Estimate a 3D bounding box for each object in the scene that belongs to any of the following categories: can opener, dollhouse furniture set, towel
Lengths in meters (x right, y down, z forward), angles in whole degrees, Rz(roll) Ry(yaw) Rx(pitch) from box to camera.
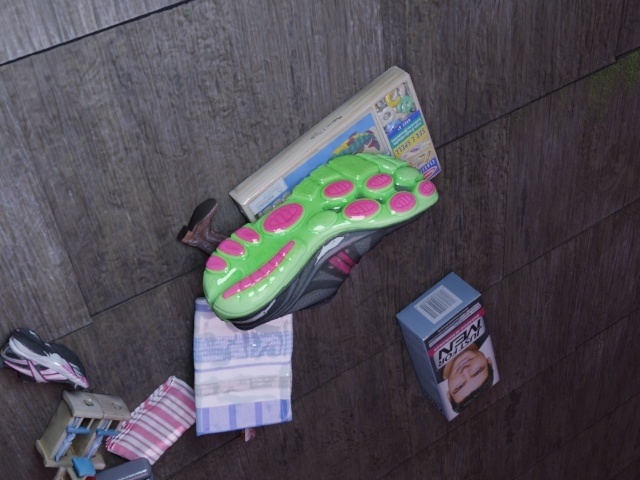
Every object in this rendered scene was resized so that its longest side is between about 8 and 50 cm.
[{"bbox_3d":[-0.463,0.522,1.619,0.283,0.095,0.076,-16,138,-17],"label":"can opener"},{"bbox_3d":[-0.411,0.388,1.506,0.129,0.183,0.129,18,107,-45],"label":"dollhouse furniture set"},{"bbox_3d":[-0.148,0.240,1.630,0.209,0.034,0.285,-2,100,-23],"label":"towel"},{"bbox_3d":[-0.327,0.377,1.680,0.197,0.029,0.144,-44,138,-4],"label":"towel"}]

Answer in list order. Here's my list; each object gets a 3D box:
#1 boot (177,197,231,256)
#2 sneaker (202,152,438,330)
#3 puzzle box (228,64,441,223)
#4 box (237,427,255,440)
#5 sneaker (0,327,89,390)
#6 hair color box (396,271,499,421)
[{"bbox_3d":[-0.188,-0.018,1.500,0.106,0.037,0.114,-45,136,16],"label":"boot"},{"bbox_3d":[0.000,0.000,1.521,0.482,0.185,0.202,-29,152,-15],"label":"sneaker"},{"bbox_3d":[0.043,-0.115,1.605,0.409,0.052,0.272,-39,137,-10],"label":"puzzle box"},{"bbox_3d":[-0.171,0.343,1.734,0.027,0.094,0.137,-19,129,-28],"label":"box"},{"bbox_3d":[-0.483,0.217,1.423,0.077,0.072,0.178,-39,130,8],"label":"sneaker"},{"bbox_3d":[0.328,0.274,2.073,0.185,0.113,0.375,-36,137,-13],"label":"hair color box"}]
